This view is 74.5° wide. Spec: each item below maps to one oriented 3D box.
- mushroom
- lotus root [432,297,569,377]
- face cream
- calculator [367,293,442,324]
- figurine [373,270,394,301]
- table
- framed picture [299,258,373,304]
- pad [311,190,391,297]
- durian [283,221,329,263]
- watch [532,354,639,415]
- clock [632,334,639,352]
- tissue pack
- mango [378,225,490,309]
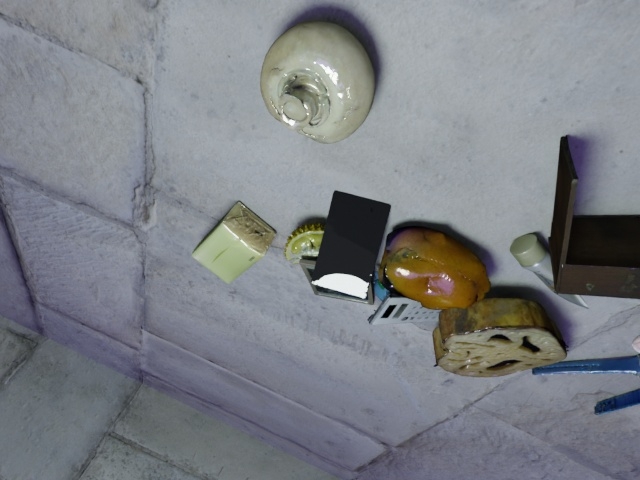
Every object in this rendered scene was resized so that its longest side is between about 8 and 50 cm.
[{"bbox_3d":[-0.016,-0.304,0.855,0.246,0.202,0.246,20,144,16],"label":"mushroom"},{"bbox_3d":[0.510,0.292,1.207,0.375,0.111,0.390,11,143,-1],"label":"lotus root"},{"bbox_3d":[0.563,0.085,1.040,0.070,0.114,0.224,-44,106,1],"label":"face cream"},{"bbox_3d":[0.278,0.197,1.222,0.262,0.021,0.161,0,141,-18],"label":"calculator"},{"bbox_3d":[0.238,0.147,1.243,0.145,0.114,0.178,-18,137,8],"label":"figurine"},{"bbox_3d":[0.604,-0.050,0.828,0.251,0.196,0.282,1,129,24],"label":"table"},{"bbox_3d":[0.058,0.130,1.280,0.209,0.019,0.281,8,156,15],"label":"framed picture"},{"bbox_3d":[0.080,0.012,1.134,0.160,0.009,0.265,16,98,10],"label":"pad"},{"bbox_3d":[0.000,0.000,1.212,0.208,0.102,0.146,5,138,-12],"label":"durian"},{"bbox_3d":[0.834,0.403,1.242,0.276,0.068,0.274,31,140,-7],"label":"watch"},{"bbox_3d":[0.920,0.244,0.917,0.377,0.250,0.368,30,137,-14],"label":"clock"},{"bbox_3d":[-0.272,0.013,1.311,0.159,0.125,0.234,41,133,-15],"label":"tissue pack"},{"bbox_3d":[0.295,0.074,1.095,0.287,0.152,0.201,26,127,-3],"label":"mango"}]
